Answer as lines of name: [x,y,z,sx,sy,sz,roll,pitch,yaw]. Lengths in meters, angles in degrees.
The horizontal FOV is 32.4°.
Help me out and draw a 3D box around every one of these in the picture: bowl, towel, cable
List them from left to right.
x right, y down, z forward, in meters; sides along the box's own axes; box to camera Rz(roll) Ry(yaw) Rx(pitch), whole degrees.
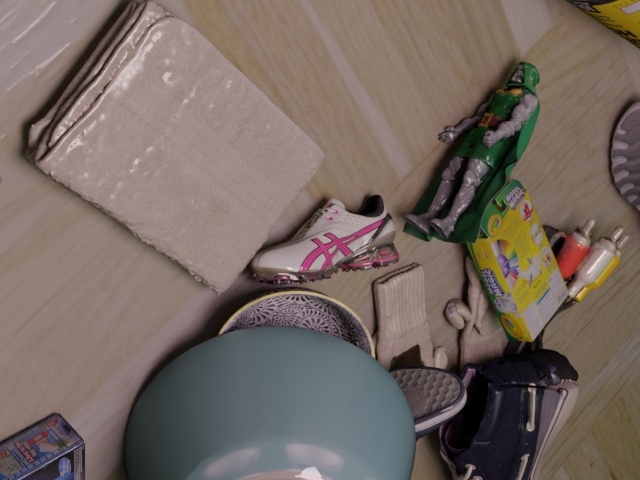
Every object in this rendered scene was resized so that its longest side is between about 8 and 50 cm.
towel: [-0.127,-0.081,1.036,0.187,0.049,0.282,-52,135,-4]
bowl: [-0.046,0.260,1.103,0.311,0.163,0.312,-2,115,-4]
bowl: [-0.031,0.111,1.170,0.170,0.080,0.170,-2,115,-4]
cable: [0.304,0.095,1.461,0.139,0.072,0.287,19,99,-43]

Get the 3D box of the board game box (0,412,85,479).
board game box: [-0.323,0.285,1.047,0.194,0.060,0.194,-14,122,-36]

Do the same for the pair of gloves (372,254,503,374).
pair of gloves: [0.160,0.112,1.374,0.240,0.042,0.204,-14,120,-35]

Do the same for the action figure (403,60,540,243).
action figure: [0.183,-0.105,1.245,0.063,0.137,0.232,41,75,-31]

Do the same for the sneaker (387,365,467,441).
sneaker: [0.086,0.239,1.300,0.226,0.086,0.163,-21,132,16]

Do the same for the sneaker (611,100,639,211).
sneaker: [0.473,-0.092,1.512,0.281,0.105,0.115,57,39,-37]

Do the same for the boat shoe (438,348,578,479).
boat shoe: [0.206,0.296,1.446,0.158,0.127,0.341,2,113,-35]

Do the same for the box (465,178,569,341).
box: [0.238,0.023,1.352,0.105,0.043,0.179,-44,120,-36]

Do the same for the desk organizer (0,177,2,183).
desk organizer: [-0.295,-0.078,0.841,0.050,0.130,0.047,-25,126,-25]

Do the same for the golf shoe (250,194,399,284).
golf shoe: [0.000,0.000,1.178,0.186,0.067,0.086,-13,95,-37]

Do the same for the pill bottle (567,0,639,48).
pill bottle: [0.395,-0.311,1.249,0.334,0.188,0.188,17,100,-43]
